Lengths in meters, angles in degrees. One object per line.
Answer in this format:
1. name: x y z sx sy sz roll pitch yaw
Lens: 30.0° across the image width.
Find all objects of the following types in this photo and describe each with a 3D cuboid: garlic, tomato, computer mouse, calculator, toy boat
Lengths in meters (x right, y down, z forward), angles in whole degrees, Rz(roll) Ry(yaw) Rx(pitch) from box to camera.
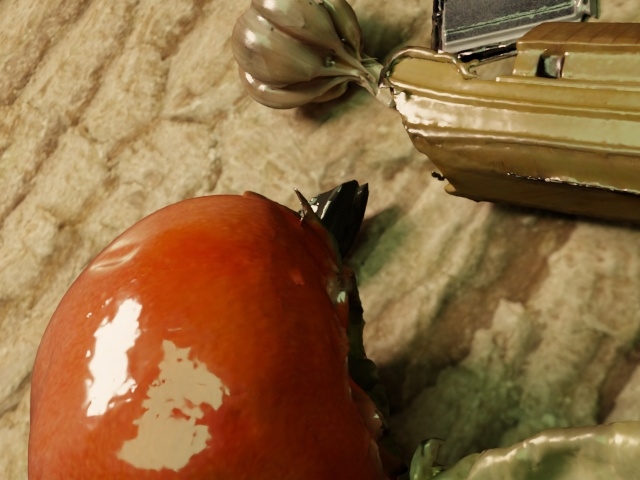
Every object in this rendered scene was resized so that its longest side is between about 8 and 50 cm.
1. garlic: -0.004 -0.180 1.193 0.194 0.127 0.131 39 123 16
2. tomato: -0.085 0.137 0.886 0.272 0.341 0.341 -17 53 3
3. computer mouse: 0.000 0.000 1.098 0.135 0.079 0.047 -48 66 12
4. calculator: 0.187 -0.298 1.175 0.165 0.028 0.274 -10 61 27
5. toy boat: 0.264 -0.094 0.940 0.445 0.136 0.162 11 75 34

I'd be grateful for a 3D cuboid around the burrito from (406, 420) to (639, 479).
1. burrito: 0.217 0.182 0.766 0.332 0.190 0.135 -15 68 31
